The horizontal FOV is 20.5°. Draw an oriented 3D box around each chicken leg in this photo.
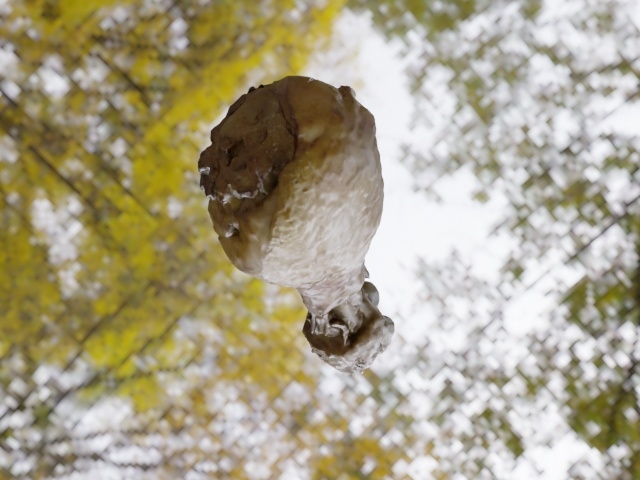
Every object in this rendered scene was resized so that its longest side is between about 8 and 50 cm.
[{"bbox_3d":[0.001,0.003,1.036,0.107,0.251,0.087,-30,-126,-6],"label":"chicken leg"}]
